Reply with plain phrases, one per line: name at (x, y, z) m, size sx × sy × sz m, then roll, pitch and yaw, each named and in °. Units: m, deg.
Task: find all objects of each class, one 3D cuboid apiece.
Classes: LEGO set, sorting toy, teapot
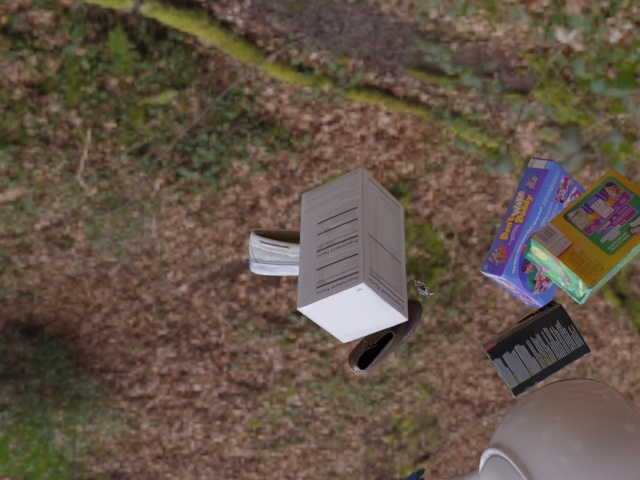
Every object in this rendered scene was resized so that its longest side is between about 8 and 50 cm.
LEGO set at (0.251, 0.121, 2.201) m, size 0.054 × 0.023 × 0.083 m, roll 26°, pitch 167°, yaw 47°
sorting toy at (0.167, 0.404, 1.442) m, size 0.042 × 0.061 × 0.102 m, roll -36°, pitch -173°, yaw -19°
teapot at (0.260, 0.283, 0.964) m, size 0.187 × 0.252 × 0.256 m, roll -17°, pitch 137°, yaw -17°

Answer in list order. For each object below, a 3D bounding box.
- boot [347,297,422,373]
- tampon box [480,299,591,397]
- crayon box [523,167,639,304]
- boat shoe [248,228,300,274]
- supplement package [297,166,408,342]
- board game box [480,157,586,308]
boot at (0.171, 0.232, 2.156) m, size 0.248 × 0.090 × 0.207 m, roll -43°, pitch 177°, yaw -8°
tampon box at (0.390, 0.196, 1.617) m, size 0.161 × 0.101 × 0.120 m, roll -32°, pitch 177°, yaw 5°
crayon box at (0.593, -0.013, 1.892) m, size 0.278 × 0.165 × 0.081 m, roll -37°, pitch 156°, yaw -20°
boat shoe at (-0.001, -0.003, 2.237) m, size 0.367 × 0.156 × 0.136 m, roll 1°, pitch -159°, yaw 5°
supplement package at (0.054, 0.024, 1.495) m, size 0.134 × 0.244 × 0.139 m, roll -23°, pitch 135°, yaw 29°
board game box at (0.595, -0.017, 2.400) m, size 0.233 × 0.347 × 0.078 m, roll 33°, pitch 169°, yaw -37°
